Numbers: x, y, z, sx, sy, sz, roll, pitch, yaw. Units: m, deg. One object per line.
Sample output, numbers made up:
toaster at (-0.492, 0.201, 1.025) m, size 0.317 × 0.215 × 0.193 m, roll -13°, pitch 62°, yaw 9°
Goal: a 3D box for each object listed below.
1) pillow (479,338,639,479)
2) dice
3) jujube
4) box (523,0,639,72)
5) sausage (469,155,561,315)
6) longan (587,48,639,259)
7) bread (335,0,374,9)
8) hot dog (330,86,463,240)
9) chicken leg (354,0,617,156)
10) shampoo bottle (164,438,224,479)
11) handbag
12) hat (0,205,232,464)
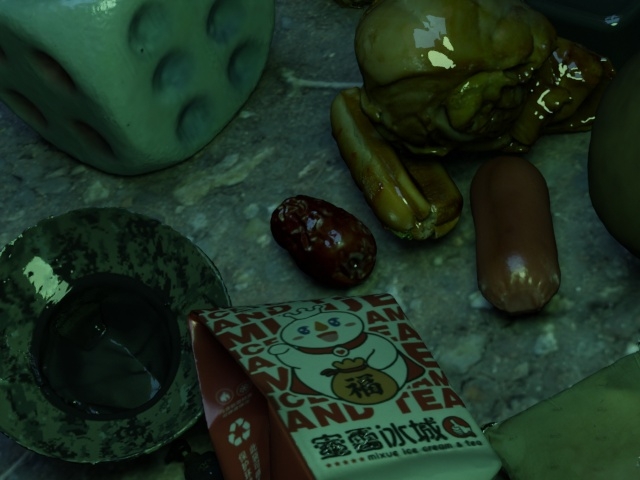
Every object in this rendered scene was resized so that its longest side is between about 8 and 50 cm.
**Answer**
pillow at (0.255, 0.209, 1.083) m, size 0.185 × 0.075 × 0.302 m, roll -25°, pitch 46°, yaw -2°
dice at (-0.228, -0.254, 1.581) m, size 0.263 × 0.268 × 0.264 m, roll 25°, pitch 64°, yaw 33°
jujube at (0.000, 0.000, 1.395) m, size 0.077 × 0.077 × 0.129 m, roll -41°, pitch 41°, yaw -19°
box at (0.320, -0.262, 1.516) m, size 0.144 × 0.090 × 0.201 m, roll 27°, pitch 62°, yaw 40°
sausage at (0.180, -0.007, 1.331) m, size 0.077 × 0.077 × 0.194 m, roll -11°, pitch 41°, yaw 12°
longan at (0.392, -0.092, 1.181) m, size 0.350 × 0.288 × 0.288 m, roll -15°, pitch 43°, yaw 10°
bread at (0.081, -0.381, 1.694) m, size 0.240 × 0.139 × 0.240 m, roll -11°, pitch 44°, yaw 11°
hot dog at (0.068, -0.075, 1.430) m, size 0.104 × 0.076 × 0.250 m, roll 13°, pitch 26°, yaw -26°
chicken leg at (0.153, -0.181, 1.454) m, size 0.295 × 0.182 × 0.409 m, roll 11°, pitch 12°, yaw -13°
shampoo bottle at (-0.086, 0.215, 1.249) m, size 0.048 × 0.027 × 0.137 m, roll -38°, pitch 45°, yaw -20°
handbag at (0.001, 0.140, 1.161) m, size 0.171 × 0.151 × 0.298 m, roll -4°, pitch 39°, yaw -25°
hat at (-0.193, 0.108, 1.327) m, size 0.266 × 0.128 × 0.265 m, roll -5°, pitch 59°, yaw 8°
